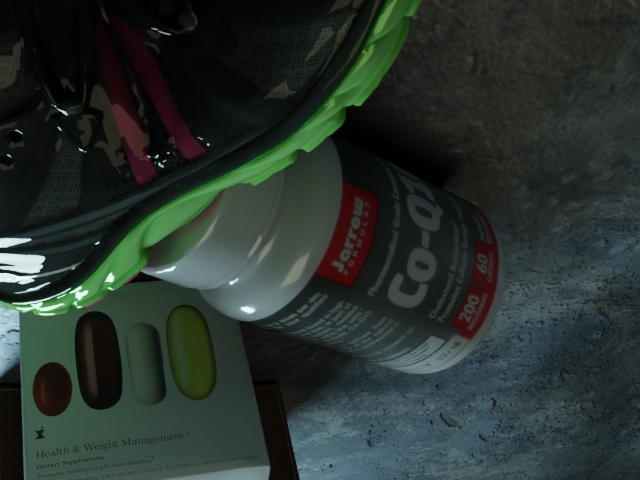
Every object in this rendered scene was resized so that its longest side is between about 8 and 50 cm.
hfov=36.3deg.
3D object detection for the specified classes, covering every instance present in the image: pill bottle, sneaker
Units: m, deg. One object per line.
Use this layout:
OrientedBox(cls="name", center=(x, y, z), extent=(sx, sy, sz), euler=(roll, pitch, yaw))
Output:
OrientedBox(cls="pill bottle", center=(0.000, 0.000, 0.769), extent=(0.283, 0.161, 0.161), euler=(22, 128, -39))
OrientedBox(cls="sneaker", center=(-0.115, -0.119, 0.569), extent=(0.202, 0.185, 0.483), euler=(23, 125, -41))

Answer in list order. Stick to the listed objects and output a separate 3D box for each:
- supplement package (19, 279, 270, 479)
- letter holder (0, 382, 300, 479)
OrientedBox(cls="supplement package", center=(-0.163, 0.159, 0.870), extent=(0.194, 0.203, 0.149), euler=(-5, 140, -15))
OrientedBox(cls="letter holder", center=(-0.182, 0.276, 0.995), extent=(0.302, 0.214, 0.152), euler=(3, 138, -23))
